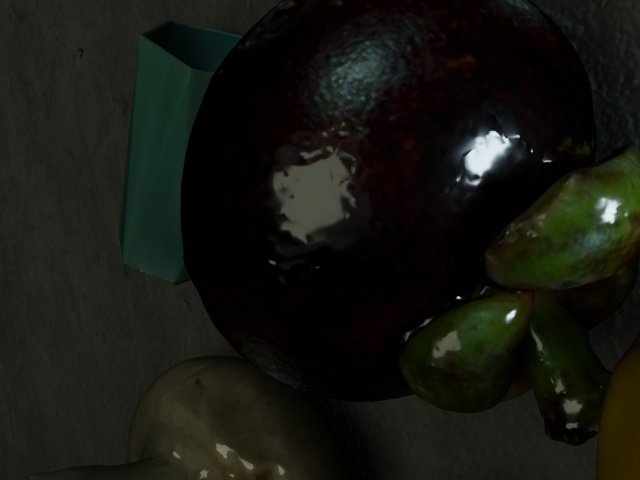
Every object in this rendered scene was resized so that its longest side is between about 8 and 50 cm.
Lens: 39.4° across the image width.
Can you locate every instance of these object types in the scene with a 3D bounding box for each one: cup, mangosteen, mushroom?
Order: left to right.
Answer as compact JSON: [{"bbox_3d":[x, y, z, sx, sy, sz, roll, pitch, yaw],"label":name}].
[{"bbox_3d":[-0.131,-0.084,0.894,0.134,0.148,0.236,24,119,6],"label":"cup"},{"bbox_3d":[-0.122,0.264,0.835,0.292,0.290,0.293,8,102,44],"label":"mushroom"},{"bbox_3d":[0.056,-0.028,0.620,0.330,0.330,0.330,8,103,39],"label":"mangosteen"}]

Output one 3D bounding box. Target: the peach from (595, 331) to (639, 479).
[{"bbox_3d":[0.293,0.161,0.483,0.289,0.289,0.308,3,115,40],"label":"peach"}]
